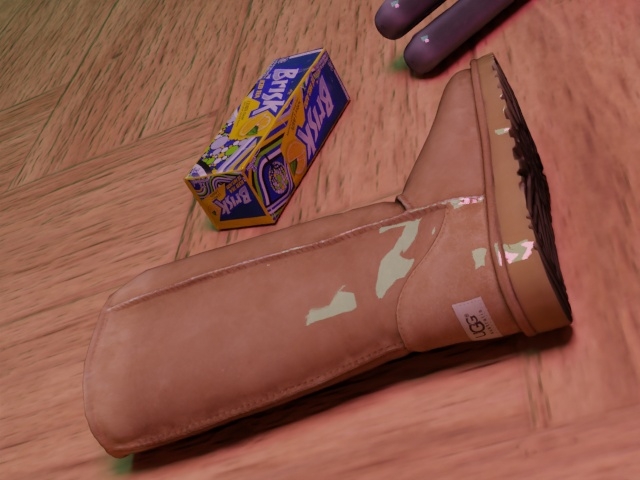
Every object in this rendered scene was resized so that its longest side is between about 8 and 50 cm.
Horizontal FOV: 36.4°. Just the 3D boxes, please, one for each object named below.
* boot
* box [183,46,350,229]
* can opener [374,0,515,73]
[{"bbox_3d":[0.000,0.000,0.592,0.270,0.089,0.236,-18,32,19],"label":"boot"},{"bbox_3d":[-0.037,-0.084,0.774,0.059,0.054,0.169,-6,38,33],"label":"box"},{"bbox_3d":[0.158,-0.241,0.856,0.283,0.076,0.095,-41,1,-19],"label":"can opener"}]
